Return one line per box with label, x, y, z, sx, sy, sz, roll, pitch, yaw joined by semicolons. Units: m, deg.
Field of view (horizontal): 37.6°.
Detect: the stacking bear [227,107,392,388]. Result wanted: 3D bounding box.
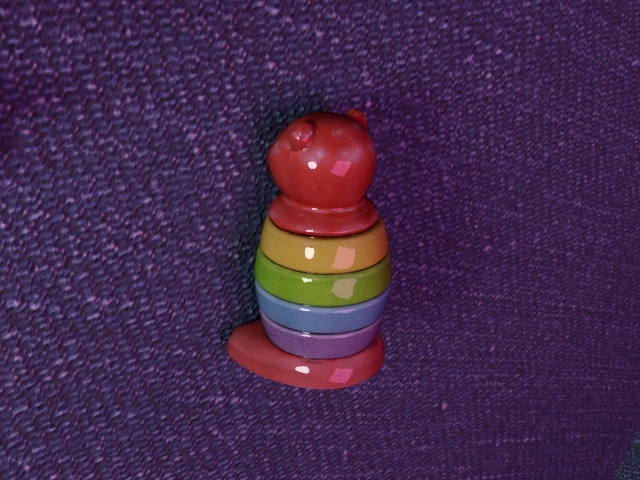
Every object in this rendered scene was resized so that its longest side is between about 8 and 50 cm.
stacking bear;0.000;0.000;1.029;0.175;0.164;0.289;-17;120;-35
